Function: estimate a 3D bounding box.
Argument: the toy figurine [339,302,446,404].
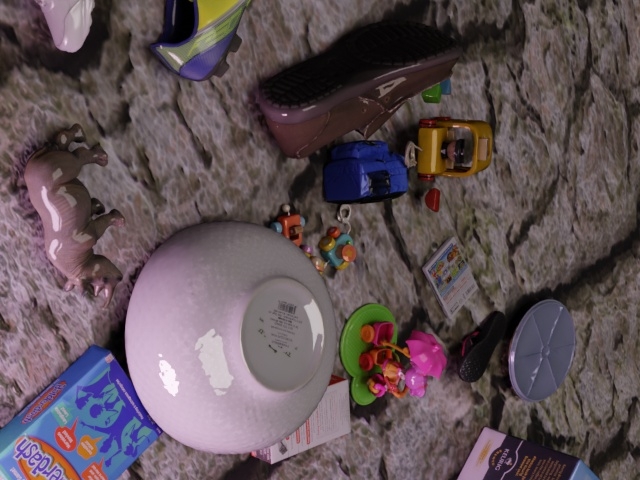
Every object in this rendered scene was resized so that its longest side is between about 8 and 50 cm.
[{"bbox_3d":[0.129,0.200,1.899,0.130,0.159,0.173,-2,100,-42],"label":"toy figurine"}]

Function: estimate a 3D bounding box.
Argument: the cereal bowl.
[{"bbox_3d":[-0.098,0.135,1.653,0.339,0.141,0.339,4,84,-42],"label":"cereal bowl"}]

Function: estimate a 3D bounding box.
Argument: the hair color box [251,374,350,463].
[{"bbox_3d":[-0.031,0.276,1.839,0.167,0.053,0.093,-14,107,-41],"label":"hair color box"}]

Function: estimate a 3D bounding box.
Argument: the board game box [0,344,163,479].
[{"bbox_3d":[-0.329,0.268,1.570,0.210,0.047,0.160,-45,125,-27],"label":"board game box"}]

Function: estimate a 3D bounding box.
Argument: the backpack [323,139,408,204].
[{"bbox_3d":[0.079,-0.107,1.839,0.120,0.098,0.101,-5,97,-41],"label":"backpack"}]

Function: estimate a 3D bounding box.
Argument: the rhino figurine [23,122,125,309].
[{"bbox_3d":[-0.313,-0.019,1.516,0.106,0.073,0.243,-31,119,-39],"label":"rhino figurine"}]

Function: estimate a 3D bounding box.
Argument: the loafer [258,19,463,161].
[{"bbox_3d":[0.060,-0.231,1.798,0.366,0.134,0.130,-24,137,-27],"label":"loafer"}]

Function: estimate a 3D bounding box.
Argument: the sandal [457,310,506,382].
[{"bbox_3d":[0.285,0.193,2.128,0.179,0.040,0.067,-49,133,-43],"label":"sandal"}]

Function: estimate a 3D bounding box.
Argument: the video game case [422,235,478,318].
[{"bbox_3d":[0.228,0.066,2.065,0.087,0.011,0.122,-46,125,-26],"label":"video game case"}]

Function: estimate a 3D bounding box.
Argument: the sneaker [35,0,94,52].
[{"bbox_3d":[-0.349,-0.339,1.426,0.115,0.090,0.232,-18,101,-32],"label":"sneaker"}]

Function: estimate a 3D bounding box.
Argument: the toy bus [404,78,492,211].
[{"bbox_3d":[0.222,-0.150,1.918,0.191,0.104,0.202,68,32,-51],"label":"toy bus"}]

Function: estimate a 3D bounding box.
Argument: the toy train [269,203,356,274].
[{"bbox_3d":[0.000,0.000,1.821,0.166,0.046,0.125,-12,106,-40],"label":"toy train"}]

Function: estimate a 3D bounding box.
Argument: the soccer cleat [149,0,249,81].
[{"bbox_3d":[-0.141,-0.358,1.597,0.121,0.093,0.289,27,79,-35],"label":"soccer cleat"}]

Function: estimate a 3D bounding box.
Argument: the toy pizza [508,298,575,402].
[{"bbox_3d":[0.418,0.210,2.251,0.201,0.032,0.201,-11,106,-41],"label":"toy pizza"}]

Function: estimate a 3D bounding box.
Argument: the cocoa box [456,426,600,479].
[{"bbox_3d":[0.357,0.559,2.125,0.231,0.228,0.347,45,68,-38],"label":"cocoa box"}]
